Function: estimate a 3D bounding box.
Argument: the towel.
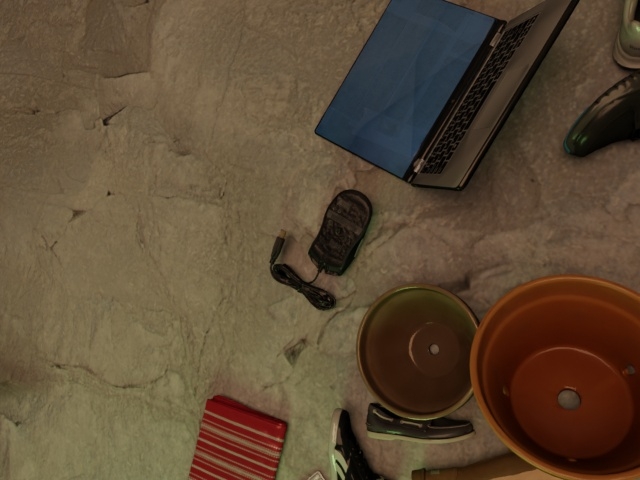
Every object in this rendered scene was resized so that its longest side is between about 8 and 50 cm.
[{"bbox_3d":[-0.186,0.491,1.114,0.198,0.031,0.275,12,87,21],"label":"towel"}]

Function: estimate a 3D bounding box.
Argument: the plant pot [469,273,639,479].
[{"bbox_3d":[0.389,0.224,0.807,0.290,0.203,0.291,-10,59,17],"label":"plant pot"}]

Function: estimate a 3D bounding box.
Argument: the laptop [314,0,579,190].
[{"bbox_3d":[0.203,-0.321,0.996,0.236,0.408,0.382,30,93,-10],"label":"laptop"}]

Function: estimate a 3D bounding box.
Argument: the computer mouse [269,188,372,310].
[{"bbox_3d":[0.000,0.000,1.112,0.184,0.060,0.262,26,103,20],"label":"computer mouse"}]

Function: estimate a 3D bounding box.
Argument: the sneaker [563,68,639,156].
[{"bbox_3d":[0.586,-0.228,0.878,0.340,0.125,0.140,-31,75,17],"label":"sneaker"}]

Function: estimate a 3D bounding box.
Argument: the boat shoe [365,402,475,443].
[{"bbox_3d":[0.180,0.334,0.969,0.206,0.075,0.065,-7,81,26],"label":"boat shoe"}]

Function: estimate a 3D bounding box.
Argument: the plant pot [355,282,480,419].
[{"bbox_3d":[0.194,0.201,0.959,0.237,0.109,0.238,-7,76,31],"label":"plant pot"}]

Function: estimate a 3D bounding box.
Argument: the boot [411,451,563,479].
[{"bbox_3d":[0.308,0.486,0.885,0.269,0.089,0.236,-14,82,15],"label":"boot"}]

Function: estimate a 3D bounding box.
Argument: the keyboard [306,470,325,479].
[{"bbox_3d":[0.045,0.580,1.013,0.072,0.014,0.256,-43,68,10],"label":"keyboard"}]

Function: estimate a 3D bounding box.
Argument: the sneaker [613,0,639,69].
[{"bbox_3d":[0.589,-0.461,0.915,0.110,0.129,0.297,5,81,25],"label":"sneaker"}]

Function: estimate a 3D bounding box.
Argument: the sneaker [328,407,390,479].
[{"bbox_3d":[0.082,0.433,0.997,0.121,0.079,0.217,-2,85,16],"label":"sneaker"}]
